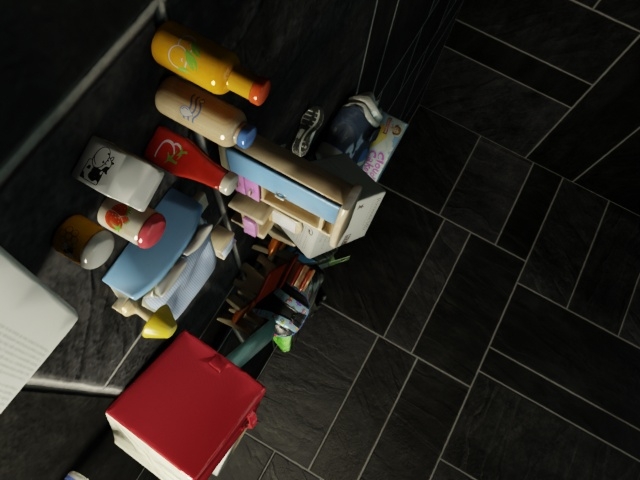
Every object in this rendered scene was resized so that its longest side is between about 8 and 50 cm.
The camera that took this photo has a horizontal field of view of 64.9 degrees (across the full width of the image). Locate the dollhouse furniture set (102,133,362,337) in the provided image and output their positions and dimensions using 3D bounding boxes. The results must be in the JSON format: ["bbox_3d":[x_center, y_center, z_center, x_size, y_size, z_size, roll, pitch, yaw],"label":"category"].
[{"bbox_3d":[-0.114,0.042,0.726,0.303,0.198,0.286,-58,173,-21],"label":"dollhouse furniture set"}]

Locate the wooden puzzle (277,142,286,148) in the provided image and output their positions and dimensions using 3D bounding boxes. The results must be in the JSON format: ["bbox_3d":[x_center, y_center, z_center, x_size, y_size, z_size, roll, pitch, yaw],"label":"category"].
[{"bbox_3d":[-0.084,-0.158,0.942,0.049,0.006,0.083,-63,173,21],"label":"wooden puzzle"}]

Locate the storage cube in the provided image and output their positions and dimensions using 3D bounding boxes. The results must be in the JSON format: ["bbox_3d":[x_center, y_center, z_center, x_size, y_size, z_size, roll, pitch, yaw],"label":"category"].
[{"bbox_3d":[-0.240,0.319,0.914,0.193,0.215,0.183,-49,168,-38],"label":"storage cube"}]

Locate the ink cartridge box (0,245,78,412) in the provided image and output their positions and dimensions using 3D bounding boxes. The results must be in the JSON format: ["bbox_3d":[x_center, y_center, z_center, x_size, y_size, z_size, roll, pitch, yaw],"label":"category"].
[{"bbox_3d":[-0.276,0.092,0.281,0.238,0.060,0.275,-57,173,-24],"label":"ink cartridge box"}]

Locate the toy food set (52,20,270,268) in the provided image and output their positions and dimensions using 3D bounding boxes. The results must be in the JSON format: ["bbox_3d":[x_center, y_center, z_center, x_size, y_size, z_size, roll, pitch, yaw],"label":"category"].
[{"bbox_3d":[-0.137,-0.066,0.470,0.232,0.105,0.111,-61,174,1],"label":"toy food set"}]

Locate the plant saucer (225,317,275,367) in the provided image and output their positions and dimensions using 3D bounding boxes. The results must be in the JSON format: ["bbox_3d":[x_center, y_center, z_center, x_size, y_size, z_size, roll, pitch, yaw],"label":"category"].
[{"bbox_3d":[-0.226,0.310,1.247,0.318,0.043,0.317,-40,177,-3],"label":"plant saucer"}]

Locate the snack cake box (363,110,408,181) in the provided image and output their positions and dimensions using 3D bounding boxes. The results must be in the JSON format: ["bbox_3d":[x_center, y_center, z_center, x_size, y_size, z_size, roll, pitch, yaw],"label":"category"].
[{"bbox_3d":[0.143,-0.277,1.571,0.264,0.152,0.089,-63,173,15],"label":"snack cake box"}]

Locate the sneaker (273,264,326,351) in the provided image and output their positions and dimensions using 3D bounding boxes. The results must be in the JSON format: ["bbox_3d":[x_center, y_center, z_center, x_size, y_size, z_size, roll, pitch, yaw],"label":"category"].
[{"bbox_3d":[-0.080,0.240,1.747,0.203,0.185,0.482,-22,157,-24],"label":"sneaker"}]

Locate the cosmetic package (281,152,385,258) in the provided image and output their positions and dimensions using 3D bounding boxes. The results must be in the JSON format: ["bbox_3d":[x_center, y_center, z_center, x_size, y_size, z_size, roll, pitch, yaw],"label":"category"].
[{"bbox_3d":[0.016,-0.083,1.144,0.184,0.151,0.151,-22,149,-36],"label":"cosmetic package"}]

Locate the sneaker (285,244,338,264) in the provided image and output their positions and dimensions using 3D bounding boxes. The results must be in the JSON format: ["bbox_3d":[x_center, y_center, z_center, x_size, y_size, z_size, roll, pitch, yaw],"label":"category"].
[{"bbox_3d":[0.000,0.000,1.669,0.341,0.124,0.140,-29,-178,-41],"label":"sneaker"}]

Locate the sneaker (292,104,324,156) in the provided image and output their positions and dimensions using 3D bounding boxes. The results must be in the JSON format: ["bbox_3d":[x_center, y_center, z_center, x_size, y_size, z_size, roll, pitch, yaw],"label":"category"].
[{"bbox_3d":[-0.027,-0.224,1.010,0.109,0.040,0.043,-60,-169,22],"label":"sneaker"}]

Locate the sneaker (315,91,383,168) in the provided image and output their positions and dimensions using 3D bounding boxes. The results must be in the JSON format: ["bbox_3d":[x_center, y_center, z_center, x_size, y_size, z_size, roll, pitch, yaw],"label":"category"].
[{"bbox_3d":[0.098,-0.265,1.353,0.236,0.130,0.323,-56,168,-6],"label":"sneaker"}]

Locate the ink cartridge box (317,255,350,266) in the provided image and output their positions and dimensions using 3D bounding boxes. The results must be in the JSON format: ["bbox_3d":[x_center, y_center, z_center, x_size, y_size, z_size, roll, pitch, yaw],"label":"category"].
[{"bbox_3d":[-0.005,0.066,1.780,0.210,0.062,0.109,-18,170,-3],"label":"ink cartridge box"}]

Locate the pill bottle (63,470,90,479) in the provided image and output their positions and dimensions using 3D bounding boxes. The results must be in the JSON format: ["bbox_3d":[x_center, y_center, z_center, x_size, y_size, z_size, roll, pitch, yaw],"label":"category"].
[{"bbox_3d":[-0.394,0.432,0.761,0.137,0.078,0.078,-57,173,-35],"label":"pill bottle"}]

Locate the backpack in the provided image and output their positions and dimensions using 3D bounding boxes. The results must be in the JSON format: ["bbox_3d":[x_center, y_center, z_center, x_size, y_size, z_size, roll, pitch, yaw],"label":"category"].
[{"bbox_3d":[-0.121,0.192,1.451,0.158,0.174,0.117,-61,174,-10],"label":"backpack"}]

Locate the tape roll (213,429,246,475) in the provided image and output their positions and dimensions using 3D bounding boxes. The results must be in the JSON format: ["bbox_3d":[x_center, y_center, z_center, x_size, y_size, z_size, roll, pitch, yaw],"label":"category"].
[{"bbox_3d":[-0.325,0.579,1.575,0.246,0.169,0.246,-59,174,-10],"label":"tape roll"}]

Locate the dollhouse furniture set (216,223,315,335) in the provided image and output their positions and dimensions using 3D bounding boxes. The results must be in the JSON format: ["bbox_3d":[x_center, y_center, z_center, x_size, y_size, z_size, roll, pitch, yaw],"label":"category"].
[{"bbox_3d":[-0.110,0.092,1.267,0.261,0.135,0.259,-62,174,13],"label":"dollhouse furniture set"}]
